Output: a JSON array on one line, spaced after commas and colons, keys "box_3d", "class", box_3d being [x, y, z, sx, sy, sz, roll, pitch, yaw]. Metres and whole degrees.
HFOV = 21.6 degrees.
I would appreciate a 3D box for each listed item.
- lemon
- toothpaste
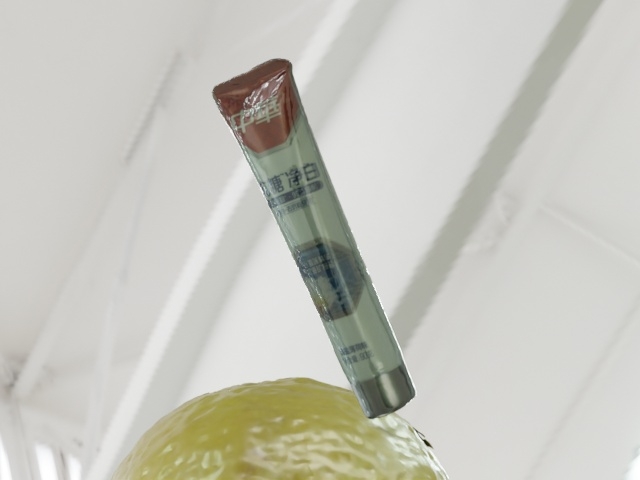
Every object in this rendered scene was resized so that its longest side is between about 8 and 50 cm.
[{"box_3d": [-0.029, 0.299, 1.367, 0.349, 0.387, 0.350, -6, -51, -7], "class": "lemon"}, {"box_3d": [0.000, 0.000, 1.084, 0.062, 0.039, 0.239, -21, -85, 28], "class": "toothpaste"}]
